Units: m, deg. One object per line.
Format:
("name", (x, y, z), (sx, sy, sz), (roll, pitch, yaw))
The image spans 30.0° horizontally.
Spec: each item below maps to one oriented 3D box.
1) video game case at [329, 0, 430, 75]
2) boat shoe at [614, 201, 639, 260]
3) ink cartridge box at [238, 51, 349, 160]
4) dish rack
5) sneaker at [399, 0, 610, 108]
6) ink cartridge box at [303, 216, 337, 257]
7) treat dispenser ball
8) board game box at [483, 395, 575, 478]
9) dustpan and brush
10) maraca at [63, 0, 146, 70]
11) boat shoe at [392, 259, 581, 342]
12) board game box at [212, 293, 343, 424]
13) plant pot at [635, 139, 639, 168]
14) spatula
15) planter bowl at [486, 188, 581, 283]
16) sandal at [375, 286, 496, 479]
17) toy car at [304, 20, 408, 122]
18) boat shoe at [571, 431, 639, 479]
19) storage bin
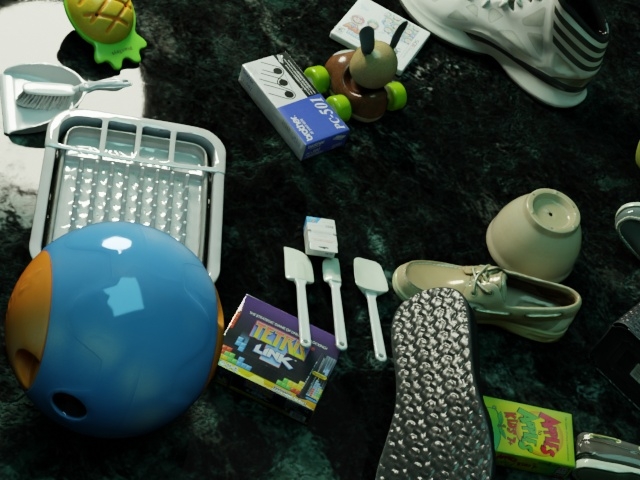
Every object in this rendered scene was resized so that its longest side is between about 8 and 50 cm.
("video game case", (0.116, -0.396, 2.306), (0.157, 0.019, 0.143), (30, 49, 7))
("boat shoe", (0.634, 0.055, 2.052), (0.319, 0.116, 0.099), (39, 47, 8))
("ink cartridge box", (-0.048, -0.239, 2.109), (0.097, 0.046, 0.207), (-23, 63, -31))
("dish rack", (-0.297, -0.049, 1.859), (0.285, 0.072, 0.333), (9, 50, -13))
("sneaker", (0.364, -0.471, 2.289), (0.447, 0.257, 0.169), (35, 50, 11))
("ink cartridge box", (0.000, 0.000, 1.933), (0.048, 0.028, 0.083), (8, 38, -11))
("treat dispenser ball", (-0.271, 0.118, 1.590), (0.288, 0.288, 0.288), (9, 50, -11))
("board game box", (0.287, 0.292, 1.794), (0.181, 0.043, 0.092), (12, 50, -8))
("dustpan and brush", (-0.419, -0.246, 1.982), (0.211, 0.060, 0.147), (-2, 53, -19))
("maraca", (-0.377, -0.387, 2.091), (0.127, 0.099, 0.186), (-27, 91, -31))
("boat shoe", (0.268, 0.080, 1.921), (0.302, 0.098, 0.109), (16, 49, -6))
("board game box", (-0.066, 0.175, 1.770), (0.170, 0.048, 0.141), (25, 50, 2))
("plant pot", (0.729, -0.122, 2.154), (0.274, 0.275, 0.293), (-26, 48, -33))
("spatula", (0.030, 0.094, 1.850), (0.168, 0.019, 0.242), (13, 33, -15))
("planter bowl", (0.375, -0.018, 2.029), (0.162, 0.109, 0.162), (9, 51, -11))
("sandal", (0.180, 0.266, 1.714), (0.167, 0.107, 0.446), (-12, 46, 22))
("toy car", (0.082, -0.318, 2.117), (0.155, 0.188, 0.149), (-17, 60, -31))
("boat shoe", (0.491, 0.343, 1.794), (0.227, 0.081, 0.069), (15, 53, -3))
("storage bin", (0.534, 0.200, 1.896), (0.084, 0.122, 0.180), (-31, 67, -35))
